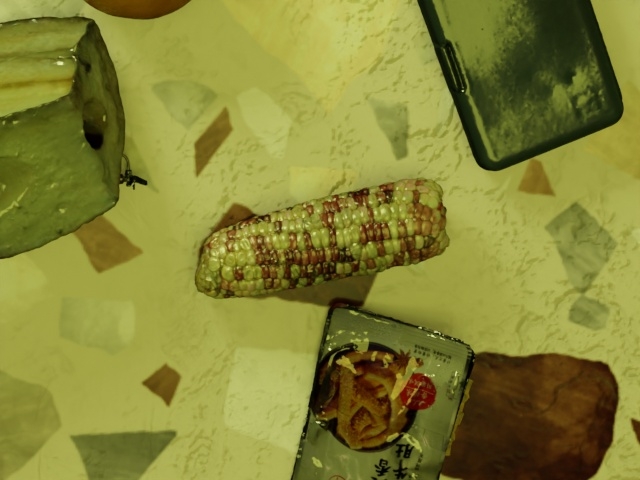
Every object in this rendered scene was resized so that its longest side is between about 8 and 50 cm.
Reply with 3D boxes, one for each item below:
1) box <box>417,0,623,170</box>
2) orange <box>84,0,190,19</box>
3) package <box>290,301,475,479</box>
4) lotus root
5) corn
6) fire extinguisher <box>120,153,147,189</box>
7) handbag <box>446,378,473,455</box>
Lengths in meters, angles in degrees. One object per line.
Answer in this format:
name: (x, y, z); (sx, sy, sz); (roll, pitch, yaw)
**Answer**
box: (0.189, -0.195, 1.764); (0.160, 0.050, 0.230); (-22, 106, -4)
orange: (-0.162, -0.275, 1.647); (0.159, 0.136, 0.159); (-1, 104, -5)
package: (0.058, 0.192, 1.827); (0.154, 0.030, 0.239); (16, 107, 13)
lotus root: (-0.330, -0.079, 1.657); (0.314, 0.210, 0.142); (-12, 133, -4)
corn: (0.000, 0.000, 1.764); (0.253, 0.086, 0.086); (-12, 105, -3)
fire extinguisher: (-0.252, -0.065, 1.739); (0.173, 0.035, 0.049); (-1, 65, -8)
handbag: (0.114, 0.170, 1.851); (0.061, 0.027, 0.083); (17, 99, -12)
